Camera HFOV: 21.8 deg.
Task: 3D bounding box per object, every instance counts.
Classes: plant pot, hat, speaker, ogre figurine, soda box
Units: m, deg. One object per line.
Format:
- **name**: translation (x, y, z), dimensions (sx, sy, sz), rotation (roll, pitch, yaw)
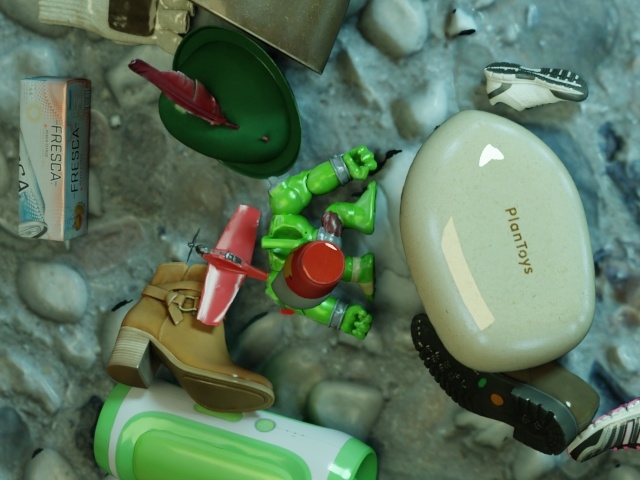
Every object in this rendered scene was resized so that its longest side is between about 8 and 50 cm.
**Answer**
- **plant pot**: translation (-0.036, -0.319, 1.680), dimensions (0.215, 0.215, 0.230), rotation (31, 95, 14)
- **hat**: translation (-0.143, -0.116, 1.717), dimensions (0.173, 0.183, 0.208), rotation (-8, 114, 44)
- **speaker**: translation (-0.093, 0.240, 1.824), dimensions (0.297, 0.131, 0.131), rotation (14, 104, 19)
- **ogre figurine**: translation (0.000, 0.000, 1.761), dimensions (0.118, 0.097, 0.197), rotation (2, 111, 5)
- **soda box**: translation (-0.302, -0.094, 1.886), dimensions (0.063, 0.058, 0.183), rotation (6, 100, 20)

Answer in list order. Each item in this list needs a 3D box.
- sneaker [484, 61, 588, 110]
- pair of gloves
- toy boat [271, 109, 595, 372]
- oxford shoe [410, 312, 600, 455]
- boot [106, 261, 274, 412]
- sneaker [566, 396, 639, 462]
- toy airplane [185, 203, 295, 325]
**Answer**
- **sneaker**: translation (0.219, -0.152, 1.687), dimensions (0.109, 0.040, 0.043), rotation (12, 119, 23)
- **pair of gloves**: translation (-0.214, -0.334, 1.821), dimensions (0.204, 0.042, 0.240), rotation (17, 104, 18)
- **toy boat**: translation (0.111, 0.010, 1.668), dimensions (0.318, 0.148, 0.267), rotation (-9, 83, -11)
- **oxford shoe**: translation (0.191, 0.135, 1.725), dimensions (0.227, 0.096, 0.083), rotation (33, 142, 31)
- **boot**: translation (-0.122, 0.099, 1.809), dimensions (0.197, 0.152, 0.073), rotation (14, 145, 14)
- **sneaker**: translation (0.332, 0.195, 1.682), dimensions (0.170, 0.063, 0.074), rotation (-29, 82, 18)
- **toy airplane**: translation (-0.076, 0.035, 1.801), dimensions (0.151, 0.151, 0.028), rotation (56, 153, 5)
